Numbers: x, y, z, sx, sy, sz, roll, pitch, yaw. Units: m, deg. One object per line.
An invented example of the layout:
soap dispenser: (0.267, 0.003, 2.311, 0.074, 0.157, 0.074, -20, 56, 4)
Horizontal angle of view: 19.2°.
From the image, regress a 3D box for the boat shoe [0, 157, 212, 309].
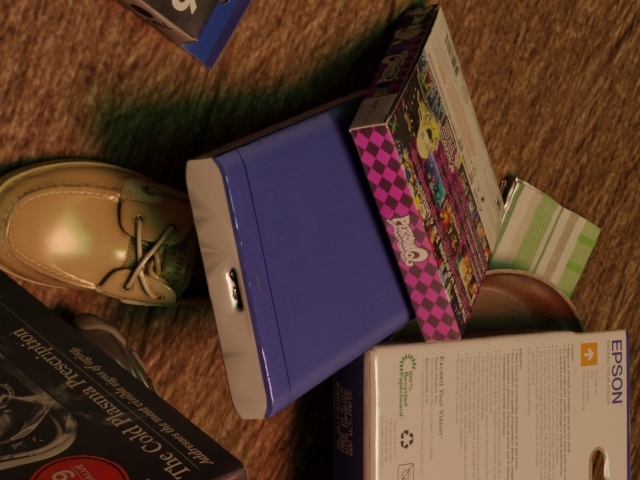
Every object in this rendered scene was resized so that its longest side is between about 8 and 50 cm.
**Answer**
boat shoe: (-0.140, 0.004, 1.558, 0.302, 0.098, 0.109, 12, 96, -41)

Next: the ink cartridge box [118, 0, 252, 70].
ink cartridge box: (-0.140, -0.279, 1.497, 0.333, 0.065, 0.165, 34, 81, -41)

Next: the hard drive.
hard drive: (0.000, 0.000, 1.596, 0.319, 0.040, 0.210, -29, 110, -60)

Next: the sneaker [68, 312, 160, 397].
sneaker: (-0.185, 0.191, 1.580, 0.106, 0.101, 0.267, -22, 116, -30)

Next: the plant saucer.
plant saucer: (0.137, 0.169, 1.858, 0.311, 0.050, 0.310, -15, 116, -32)

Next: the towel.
towel: (0.213, 0.011, 1.902, 0.152, 0.023, 0.113, 27, 88, -43)

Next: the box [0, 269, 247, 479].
box: (-0.272, 0.205, 1.340, 0.312, 0.343, 0.179, -23, 127, -33)

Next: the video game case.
video game case: (0.102, -0.062, 1.704, 0.210, 0.042, 0.232, -66, 143, -50)

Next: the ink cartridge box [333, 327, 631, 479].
ink cartridge box: (0.155, 0.248, 1.779, 0.330, 0.071, 0.324, -2, 93, -39)
